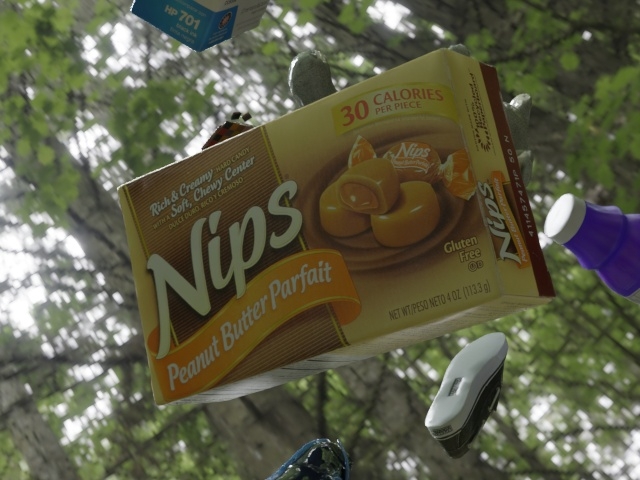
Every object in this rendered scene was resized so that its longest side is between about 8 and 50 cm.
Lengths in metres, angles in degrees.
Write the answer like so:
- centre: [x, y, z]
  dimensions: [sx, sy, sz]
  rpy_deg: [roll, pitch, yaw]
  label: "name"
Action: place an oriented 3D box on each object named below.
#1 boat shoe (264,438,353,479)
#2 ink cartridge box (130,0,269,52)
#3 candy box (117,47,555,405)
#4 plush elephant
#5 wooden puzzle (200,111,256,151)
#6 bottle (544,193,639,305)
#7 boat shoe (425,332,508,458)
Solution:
- centre: [-0.013, 0.274, 1.365]
  dimensions: [0.109, 0.089, 0.258]
  rpy_deg: [-68, -14, 18]
  label: "boat shoe"
- centre: [-0.079, -0.280, 1.244]
  dimensions: [0.190, 0.082, 0.139]
  rpy_deg: [-61, -10, 28]
  label: "ink cartridge box"
- centre: [0.000, 0.000, 1.037]
  dimensions: [0.316, 0.183, 0.087]
  rpy_deg: [-20, -16, 32]
  label: "candy box"
- centre: [0.144, -0.122, 1.731]
  dimensions: [0.255, 0.272, 0.330]
  rpy_deg: [-32, -68, 13]
  label: "plush elephant"
- centre: [-0.103, -0.115, 1.550]
  dimensions: [0.049, 0.006, 0.083]
  rpy_deg: [9, -48, -49]
  label: "wooden puzzle"
- centre: [0.435, 0.027, 1.863]
  dimensions: [0.283, 0.118, 0.092]
  rpy_deg: [26, -44, -18]
  label: "bottle"
- centre: [0.214, 0.217, 1.944]
  dimensions: [0.070, 0.078, 0.219]
  rpy_deg: [59, -136, -21]
  label: "boat shoe"
